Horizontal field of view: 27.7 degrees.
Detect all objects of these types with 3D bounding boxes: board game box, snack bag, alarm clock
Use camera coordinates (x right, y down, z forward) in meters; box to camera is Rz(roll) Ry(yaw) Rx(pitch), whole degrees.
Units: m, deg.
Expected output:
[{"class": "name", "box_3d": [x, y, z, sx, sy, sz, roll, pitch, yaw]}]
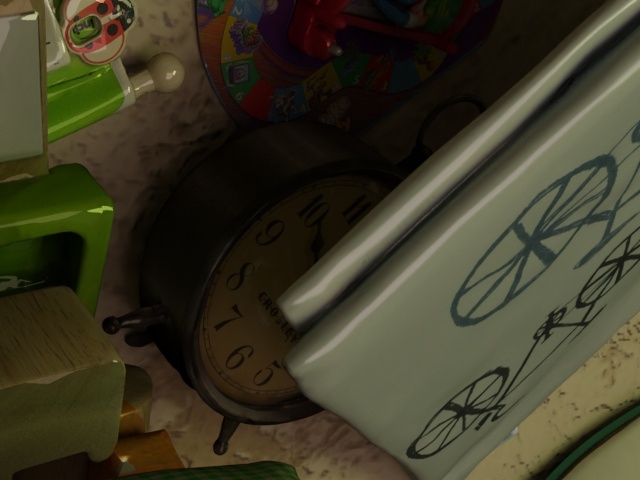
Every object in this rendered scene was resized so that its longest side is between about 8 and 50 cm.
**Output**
[{"class": "board game box", "box_3d": [0.029, -0.105, 0.555, 0.168, 0.033, 0.133, -37, 132, -14]}, {"class": "snack bag", "box_3d": [0.137, -0.019, 0.602, 0.323, 0.037, 0.342, -44, 157, -3]}, {"class": "alarm clock", "box_3d": [0.000, 0.000, 0.570, 0.192, 0.064, 0.129, -39, 136, -7]}]

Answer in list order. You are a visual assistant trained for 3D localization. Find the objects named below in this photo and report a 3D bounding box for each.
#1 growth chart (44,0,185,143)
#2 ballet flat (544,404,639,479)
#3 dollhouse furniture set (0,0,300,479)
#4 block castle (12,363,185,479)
[{"class": "growth chart", "box_3d": [-0.153, -0.109, 0.421, 0.172, 0.021, 0.237, -33, 131, -17]}, {"class": "ballet flat", "box_3d": [0.132, 0.248, 0.779, 0.400, 0.139, 0.139, -34, 131, -18]}, {"class": "dollhouse furniture set", "box_3d": [-0.097, 0.039, 0.327, 0.197, 0.301, 0.151, -13, 124, -27]}, {"class": "block castle", "box_3d": [-0.207, 0.213, 0.374, 0.453, 0.303, 0.213, -8, 122, -33]}]
